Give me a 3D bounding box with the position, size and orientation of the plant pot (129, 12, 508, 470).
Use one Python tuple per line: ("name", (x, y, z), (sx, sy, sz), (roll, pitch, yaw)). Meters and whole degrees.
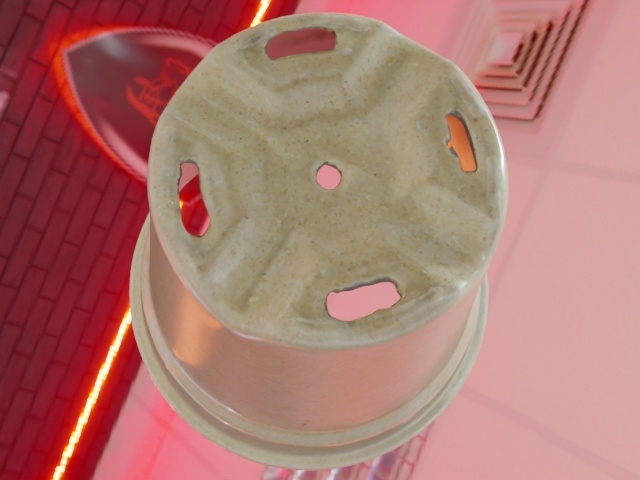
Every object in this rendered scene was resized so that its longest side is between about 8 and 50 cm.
("plant pot", (0.000, 0.000, 0.658), (0.305, 0.334, 0.333), (102, -1, -73))
